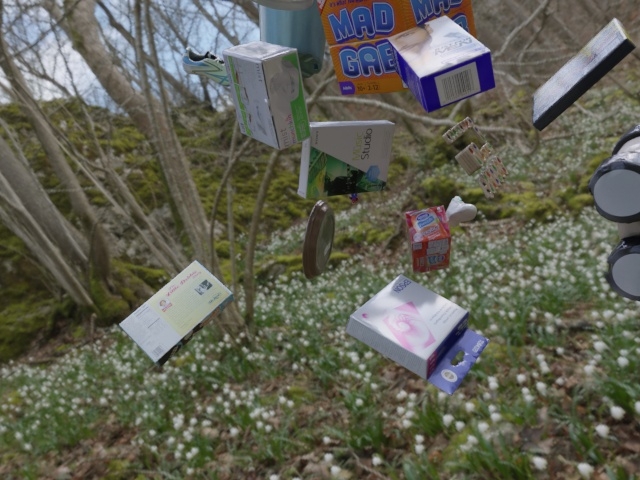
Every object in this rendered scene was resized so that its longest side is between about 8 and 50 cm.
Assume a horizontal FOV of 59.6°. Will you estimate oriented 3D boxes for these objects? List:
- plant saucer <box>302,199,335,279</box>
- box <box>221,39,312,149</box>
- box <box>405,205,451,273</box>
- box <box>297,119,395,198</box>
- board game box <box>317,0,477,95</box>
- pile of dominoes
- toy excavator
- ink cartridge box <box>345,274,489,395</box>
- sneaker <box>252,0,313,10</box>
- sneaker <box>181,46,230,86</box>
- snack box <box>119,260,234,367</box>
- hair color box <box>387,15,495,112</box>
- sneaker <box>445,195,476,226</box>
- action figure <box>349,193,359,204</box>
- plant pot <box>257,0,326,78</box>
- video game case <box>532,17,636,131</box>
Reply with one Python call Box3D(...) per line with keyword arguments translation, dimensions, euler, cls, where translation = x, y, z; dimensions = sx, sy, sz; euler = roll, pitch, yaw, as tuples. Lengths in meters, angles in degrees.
Box3D(translation=(0.000, 0.000, 1.913), dimensions=(0.278, 0.041, 0.278), euler=(9, -90, -76), cls="plant saucer")
Box3D(translation=(-0.157, -0.425, 1.625), dimensions=(0.127, 0.231, 0.262), euler=(-29, -54, -27), cls="box")
Box3D(translation=(0.358, 0.003, 1.862), dimensions=(0.128, 0.123, 0.257), euler=(-10, -27, 7), cls="box")
Box3D(translation=(0.085, -0.263, 1.792), dimensions=(0.322, 0.058, 0.232), euler=(-9, -63, -30), cls="box")
Box3D(translation=(0.266, -0.730, 1.898), dimensions=(0.356, 0.356, 0.356), euler=(-35, 30, -33), cls="board game box")
Box3D(translation=(0.411, -0.223, 1.417), dimensions=(0.040, 0.196, 0.251), euler=(-38, 0, 37), cls="pile of dominoes")
Box3D(translation=(0.701, 0.002, 0.857), dimensions=(0.445, 0.433, 0.222), euler=(-6, 20, 44), cls="toy excavator")
Box3D(translation=(0.290, 0.247, 1.580), dimensions=(0.324, 0.330, 0.071), euler=(-30, -40, -52), cls="ink cartridge box")
Box3D(translation=(-0.179, -0.806, 1.671), dimensions=(0.366, 0.135, 0.150), euler=(11, -41, -17), cls="sneaker")
Box3D(translation=(-0.330, -0.557, 1.796), dimensions=(0.085, 0.237, 0.086), euler=(-78, 3, -46), cls="sneaker")
Box3D(translation=(-0.462, 0.232, 1.817), dimensions=(0.322, 0.187, 0.060), euler=(-43, -23, -21), cls="snack box")
Box3D(translation=(0.313, -0.482, 1.500), dimensions=(0.185, 0.339, 0.110), euler=(-20, -55, 4), cls="hair color box")
Box3D(translation=(0.478, -0.112, 1.935), dimensions=(0.212, 0.080, 0.094), euler=(135, 146, -77), cls="sneaker")
Box3D(translation=(0.129, -0.171, 2.146), dimensions=(0.115, 0.038, 0.030), euler=(82, -167, -65), cls="action figure")
Box3D(translation=(-0.111, -0.864, 2.278), dimensions=(0.341, 0.341, 0.334), euler=(57, -145, -78), cls="plant pot")
Box3D(translation=(0.657, -0.423, 1.423), dimensions=(0.275, 0.035, 0.248), euler=(-47, 7, 36), cls="video game case")
